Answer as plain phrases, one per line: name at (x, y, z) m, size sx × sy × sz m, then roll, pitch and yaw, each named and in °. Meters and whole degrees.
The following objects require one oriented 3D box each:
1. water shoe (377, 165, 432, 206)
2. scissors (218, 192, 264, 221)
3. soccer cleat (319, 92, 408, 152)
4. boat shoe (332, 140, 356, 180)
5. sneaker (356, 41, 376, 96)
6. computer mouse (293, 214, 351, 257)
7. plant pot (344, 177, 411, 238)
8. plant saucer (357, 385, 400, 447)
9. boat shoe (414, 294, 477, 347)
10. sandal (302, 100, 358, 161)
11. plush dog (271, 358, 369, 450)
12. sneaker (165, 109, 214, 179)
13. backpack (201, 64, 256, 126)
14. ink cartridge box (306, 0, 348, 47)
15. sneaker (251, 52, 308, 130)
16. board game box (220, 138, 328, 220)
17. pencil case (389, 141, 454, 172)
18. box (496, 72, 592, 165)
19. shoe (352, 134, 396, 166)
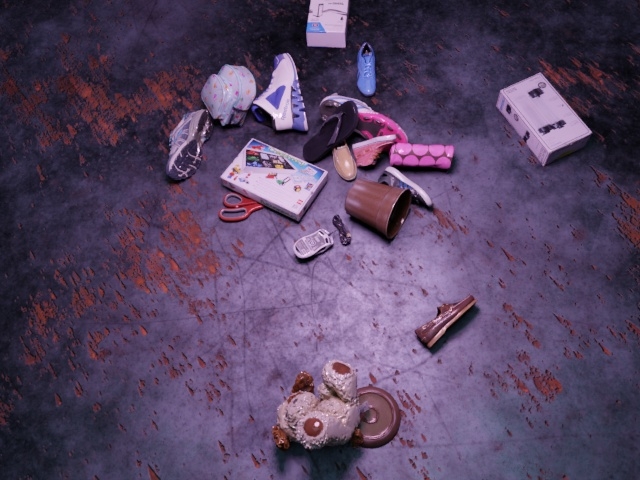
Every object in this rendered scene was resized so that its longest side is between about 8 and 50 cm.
water shoe at (0.274, -0.156, 1.950) m, size 0.080 × 0.073 × 0.203 m, roll -49°, pitch 63°, yaw 2°
scissors at (-0.188, -0.115, 1.986) m, size 0.296 × 0.021 × 0.109 m, roll -2°, pitch 59°, yaw 2°
soccer cleat at (0.159, -0.416, 2.053) m, size 0.331 × 0.116 × 0.143 m, roll 27°, pitch 40°, yaw 5°
boat shoe at (0.072, -0.291, 2.019) m, size 0.068 × 0.072 × 0.190 m, roll -19°, pitch 64°, yaw -5°
sneaker at (0.165, -0.620, 2.167) m, size 0.069 × 0.082 × 0.209 m, roll -1°, pitch 66°, yaw 2°
computer mouse at (0.000, 0.000, 1.903) m, size 0.193 × 0.042 × 0.106 m, roll -27°, pitch 70°, yaw -15°
plant pot at (0.175, -0.111, 1.885) m, size 0.165 × 0.167 × 0.167 m, roll 24°, pitch 68°, yaw 24°
plant saucer at (0.139, 0.486, 1.664) m, size 0.168 × 0.029 × 0.169 m, roll -2°, pitch 65°, yaw 3°
boat shoe at (0.365, 0.221, 1.749) m, size 0.207 × 0.073 × 0.073 m, roll -38°, pitch 69°, yaw -14°
sandal at (0.032, -0.354, 1.982) m, size 0.254 × 0.054 × 0.097 m, roll -46°, pitch 65°, yaw 26°
plush dog at (-0.014, 0.470, 1.614) m, size 0.225 × 0.211 × 0.262 m, roll -3°, pitch 40°, yaw 33°
sneaker at (-0.472, -0.328, 2.079) m, size 0.122 × 0.110 × 0.283 m, roll 7°, pitch 61°, yaw 27°
backpack at (-0.313, -0.509, 2.070) m, size 0.188 × 0.144 × 0.166 m, roll -47°, pitch 60°, yaw 32°
ink cartridge box at (0.030, -0.838, 2.279) m, size 0.148 × 0.086 × 0.203 m, roll 3°, pitch 65°, yaw 6°
sneaker at (-0.160, -0.510, 2.112) m, size 0.182 × 0.127 × 0.316 m, roll -12°, pitch 66°, yaw -4°
board game box at (-0.152, -0.207, 1.995) m, size 0.305 × 0.053 × 0.193 m, roll 26°, pitch 64°, yaw 18°
pencil case at (0.328, -0.278, 1.972) m, size 0.209 × 0.098 × 0.095 m, roll 6°, pitch 109°, yaw -1°
box at (0.744, -0.408, 2.016) m, size 0.169 × 0.087 × 0.290 m, roll -26°, pitch 65°, yaw -8°
shoe at (0.181, -0.292, 1.969) m, size 0.063 × 0.178 × 0.081 m, roll -14°, pitch 94°, yaw -45°
